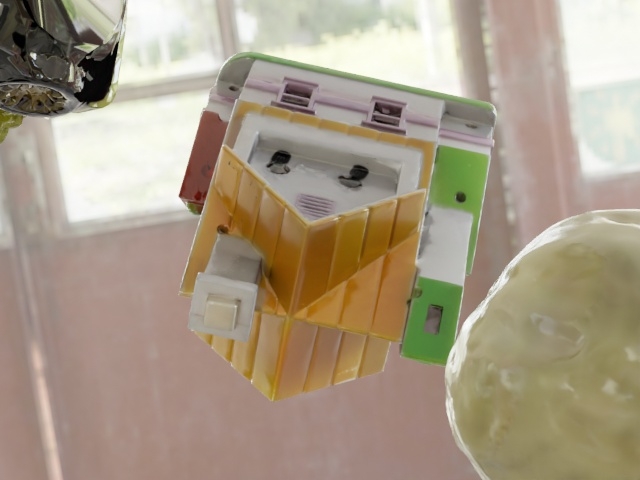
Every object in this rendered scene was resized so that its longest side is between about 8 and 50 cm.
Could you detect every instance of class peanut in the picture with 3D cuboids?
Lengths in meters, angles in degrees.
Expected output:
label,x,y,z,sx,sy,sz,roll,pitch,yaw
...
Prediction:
label,x,y,z,sx,sy,sz,roll,pitch,yaw
peanut,0.152,0.055,0.637,0.257,0.123,0.123,12,-4,-34

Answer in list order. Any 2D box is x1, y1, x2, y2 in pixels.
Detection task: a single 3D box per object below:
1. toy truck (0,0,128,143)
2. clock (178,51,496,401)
label,x,y,z,sx,sy,sz,roll,pitch,yaw
toy truck,-0.326,-0.195,1.109,0.254,0.180,0.405,-9,-21,42
clock,0.000,0.000,1.322,0.235,0.166,0.309,12,29,2
